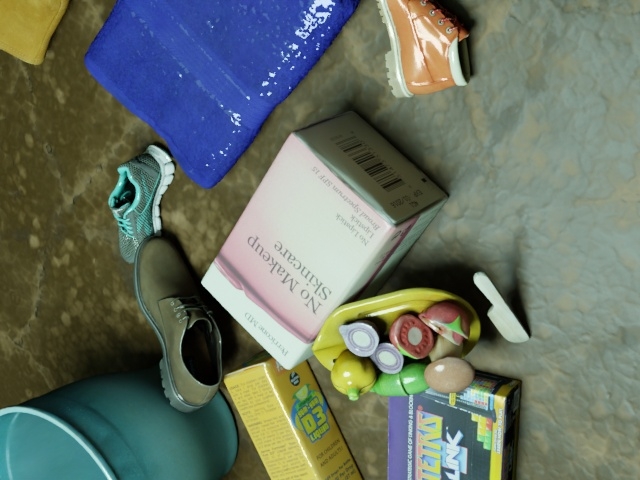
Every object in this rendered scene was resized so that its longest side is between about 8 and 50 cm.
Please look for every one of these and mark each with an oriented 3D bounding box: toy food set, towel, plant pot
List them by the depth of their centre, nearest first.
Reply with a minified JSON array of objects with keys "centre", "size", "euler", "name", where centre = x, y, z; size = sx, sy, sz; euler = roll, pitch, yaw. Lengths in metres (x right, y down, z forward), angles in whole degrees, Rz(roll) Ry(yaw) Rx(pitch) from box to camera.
[{"centre":[0.096,0.115,0.987],"size":[0.218,0.071,0.128],"euler":[-17,131,17],"name":"toy food set"},{"centre":[-0.114,-0.234,1.082],"size":[0.227,0.076,0.308],"euler":[46,126,3],"name":"towel"},{"centre":[-0.252,0.284,1.242],"size":[0.272,0.255,0.271],"euler":[12,114,30],"name":"plant pot"}]

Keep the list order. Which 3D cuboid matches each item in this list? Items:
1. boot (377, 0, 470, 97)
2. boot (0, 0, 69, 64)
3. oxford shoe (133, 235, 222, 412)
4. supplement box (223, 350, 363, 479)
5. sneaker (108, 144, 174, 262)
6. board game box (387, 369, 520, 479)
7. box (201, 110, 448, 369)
[{"centre":[0.104,-0.220,0.947],"size":[0.085,0.059,0.158],"euler":[1,116,31],"name":"boot"},{"centre":[-0.434,-0.376,1.222],"size":[0.295,0.104,0.211],"euler":[42,125,9],"name":"boot"},{"centre":[-0.166,0.090,1.201],"size":[0.096,0.083,0.227],"euler":[-39,68,50],"name":"oxford shoe"},{"centre":[-0.025,0.247,1.187],"size":[0.080,0.078,0.233],"euler":[-26,92,37],"name":"supplement box"},{"centre":[-0.241,-0.041,1.229],"size":[0.065,0.076,0.166],"euler":[29,121,24],"name":"sneaker"},{"centre":[0.146,0.223,1.080],"size":[0.141,0.048,0.170],"euler":[10,112,30],"name":"board game box"},{"centre":[0.000,0.000,1.049],"size":[0.148,0.127,0.232],"euler":[43,125,13],"name":"box"}]
